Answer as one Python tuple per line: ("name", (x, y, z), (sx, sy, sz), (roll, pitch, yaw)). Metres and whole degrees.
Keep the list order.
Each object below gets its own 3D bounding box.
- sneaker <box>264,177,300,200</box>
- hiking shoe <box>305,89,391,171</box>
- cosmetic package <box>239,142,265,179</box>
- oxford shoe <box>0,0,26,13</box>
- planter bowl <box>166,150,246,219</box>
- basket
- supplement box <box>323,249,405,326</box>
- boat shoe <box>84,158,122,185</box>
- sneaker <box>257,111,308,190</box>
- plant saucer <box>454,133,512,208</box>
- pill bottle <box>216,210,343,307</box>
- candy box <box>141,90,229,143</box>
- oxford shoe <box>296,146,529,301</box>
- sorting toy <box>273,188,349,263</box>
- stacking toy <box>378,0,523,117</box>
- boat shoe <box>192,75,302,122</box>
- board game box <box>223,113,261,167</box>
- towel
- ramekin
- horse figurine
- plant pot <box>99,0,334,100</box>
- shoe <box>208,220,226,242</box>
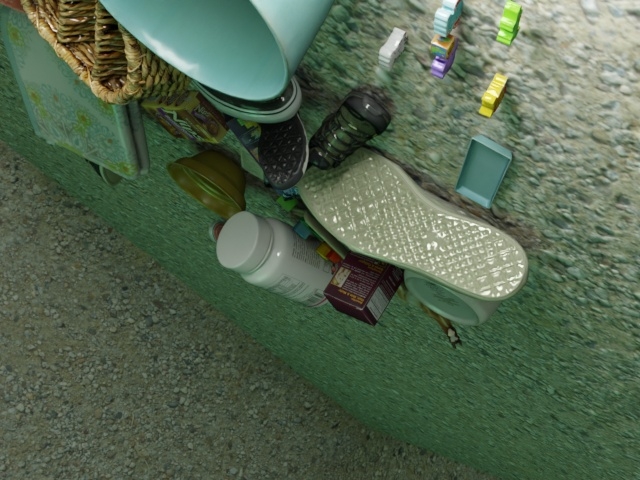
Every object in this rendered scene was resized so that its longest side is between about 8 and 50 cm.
("sneaker", (-0.045, -0.102, 1.818), (0.162, 0.073, 0.063), (27, 162, 20))
("hiking shoe", (0.037, -0.162, 1.425), (0.086, 0.114, 0.227), (35, 163, -8))
("cosmetic package", (-0.131, -0.175, 1.831), (0.060, 0.041, 0.115), (32, 163, 6))
("oxford shoe", (-0.395, -0.413, 1.579), (0.396, 0.141, 0.146), (31, -165, -6))
("planter bowl", (-0.240, -0.143, 2.036), (0.217, 0.090, 0.217), (31, 164, 10))
("basket", (-0.293, -0.306, 1.209), (0.222, 0.214, 0.299), (-8, 168, -19))
("supplement box", (0.105, 0.066, 1.806), (0.104, 0.188, 0.081), (21, 160, 36))
("boat shoe", (-0.570, -0.264, 2.246), (0.113, 0.127, 0.340), (27, 159, 13))
("sneaker", (-0.056, -0.173, 1.477), (0.084, 0.235, 0.097), (-16, 147, 11))
("plant saucer", (0.250, -0.105, 1.360), (0.067, 0.018, 0.192), (30, 162, 11))
("pill bottle", (-0.092, 0.042, 2.039), (0.160, 0.161, 0.283), (15, 172, 46))
("candy box", (-0.283, -0.262, 1.854), (0.186, 0.053, 0.109), (12, 152, 48))
("oxford shoe", (0.153, -0.028, 1.542), (0.449, 0.169, 0.130), (29, -175, 15))
("sorting toy", (0.000, 0.000, 1.954), (0.347, 0.047, 0.196), (44, 177, -16))
("stacking toy", (0.156, -0.252, 1.078), (0.166, 0.052, 0.221), (28, 161, 14))
("boat shoe", (-0.179, -0.304, 1.419), (0.335, 0.121, 0.119), (32, 168, 11))
("board game box", (-0.123, -0.209, 1.585), (0.170, 0.048, 0.141), (52, -166, -46))
("towel", (-0.531, -0.325, 1.953), (0.320, 0.090, 0.375), (23, 143, 21))
("ramekin", (0.256, 0.073, 1.685), (0.207, 0.109, 0.207), (31, 164, 10))
("horse figurine", (0.202, 0.105, 1.906), (0.263, 0.066, 0.174), (37, 167, 38))
("plant pot", (-0.094, -0.337, 0.970), (0.293, 0.235, 0.293), (31, 163, 10))
("shoe", (-0.241, 0.004, 2.506), (0.081, 0.064, 0.178), (20, 164, 35))
